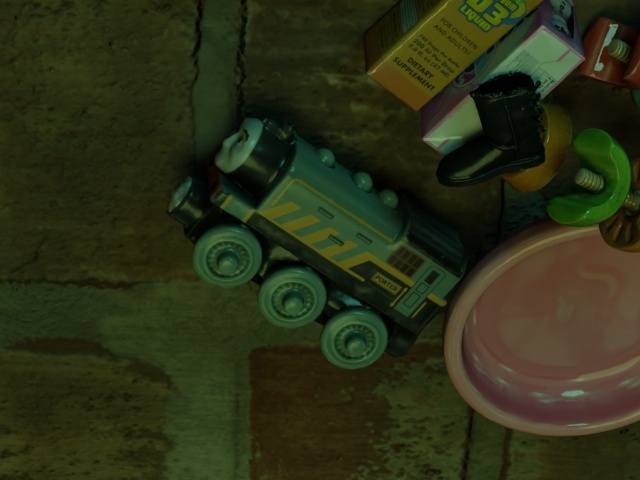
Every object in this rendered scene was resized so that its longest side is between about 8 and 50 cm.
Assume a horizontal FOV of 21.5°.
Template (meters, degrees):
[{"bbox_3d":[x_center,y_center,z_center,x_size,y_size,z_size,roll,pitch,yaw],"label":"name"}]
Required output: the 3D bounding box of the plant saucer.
[{"bbox_3d":[0.299,0.083,1.912,0.332,0.084,0.332,-3,130,-4],"label":"plant saucer"}]

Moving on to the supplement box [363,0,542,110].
[{"bbox_3d":[0.148,-0.239,1.691,0.078,0.080,0.233,34,119,-25],"label":"supplement box"}]

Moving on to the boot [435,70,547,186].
[{"bbox_3d":[0.167,-0.110,1.673,0.121,0.045,0.099,-14,129,2],"label":"boot"}]

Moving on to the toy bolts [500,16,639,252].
[{"bbox_3d":[0.318,-0.111,1.757,0.158,0.218,0.228,22,93,-31],"label":"toy bolts"}]

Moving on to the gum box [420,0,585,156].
[{"bbox_3d":[0.185,-0.175,1.719,0.062,0.107,0.188,34,121,-23],"label":"gum box"}]

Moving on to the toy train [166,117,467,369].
[{"bbox_3d":[0.000,0.000,1.851,0.334,0.142,0.190,34,109,-20],"label":"toy train"}]
